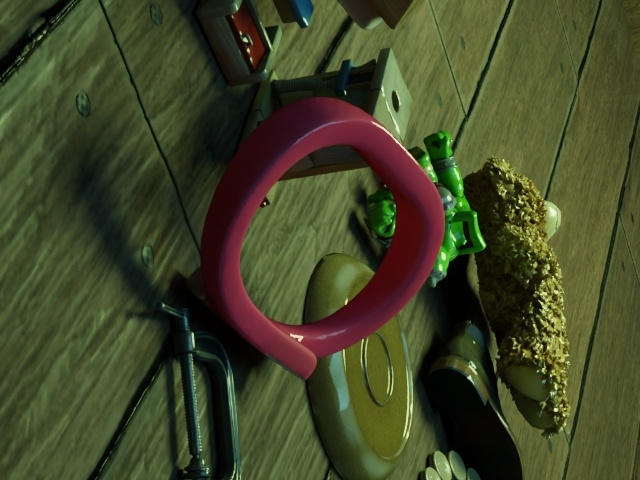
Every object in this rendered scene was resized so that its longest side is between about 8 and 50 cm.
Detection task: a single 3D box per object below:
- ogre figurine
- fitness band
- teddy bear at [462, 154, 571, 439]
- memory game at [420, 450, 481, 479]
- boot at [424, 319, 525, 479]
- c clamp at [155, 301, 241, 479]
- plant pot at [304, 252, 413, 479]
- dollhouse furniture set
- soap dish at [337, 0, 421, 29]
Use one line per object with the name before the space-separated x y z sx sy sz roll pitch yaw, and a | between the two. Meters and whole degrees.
ogre figurine | 0.116 -0.029 1.843 0.118 0.097 0.197 61 15 -16
fitness band | 0.000 0.000 1.430 0.209 0.054 0.291 -52 145 -4
teddy bear | 0.249 0.065 2.024 0.338 0.113 0.245 -95 166 -46
memory game | 0.159 0.314 1.861 0.186 0.012 0.186 44 32 -37
boot | 0.190 0.196 1.949 0.219 0.082 0.106 66 29 -29
c clamp | -0.096 0.130 1.350 0.137 0.022 0.160 12 69 -72
plant pot | 0.045 0.126 1.683 0.236 0.032 0.236 -9 90 -68
dollhouse furniture set | -0.016 -0.143 1.508 0.129 0.129 0.183 -75 149 -46
soap dish | 0.025 -0.351 1.593 0.291 0.118 0.229 53 26 -7
